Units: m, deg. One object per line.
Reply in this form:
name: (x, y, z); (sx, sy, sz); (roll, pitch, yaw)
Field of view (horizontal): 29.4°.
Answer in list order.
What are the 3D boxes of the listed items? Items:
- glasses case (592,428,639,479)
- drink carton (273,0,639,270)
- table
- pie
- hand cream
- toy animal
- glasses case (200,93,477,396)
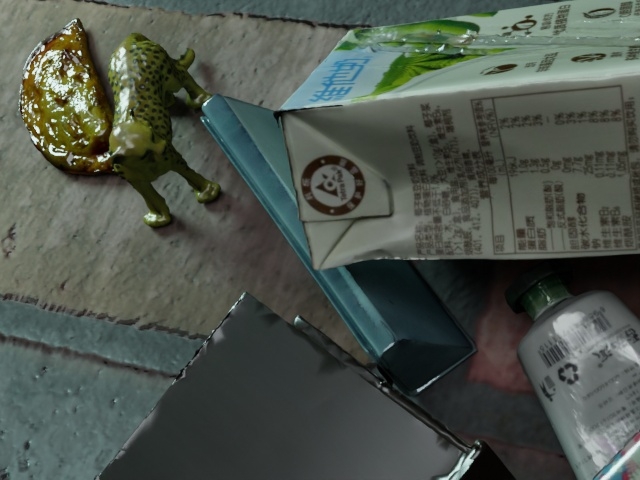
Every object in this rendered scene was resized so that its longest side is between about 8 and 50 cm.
glasses case: (0.204, 0.183, 0.709); (0.125, 0.076, 0.327); (43, 94, 17)
drink carton: (0.157, -0.078, 0.825); (0.324, 0.132, 0.194); (-3, 23, 19)
table: (0.005, 0.163, 0.787); (0.193, 0.169, 0.172); (33, 80, 32)
pie: (-0.227, -0.118, 1.094); (0.088, 0.033, 0.191); (-35, 57, 9)
hand cream: (0.224, 0.158, 0.776); (0.121, 0.076, 0.336); (-34, 64, 8)
toy animal: (-0.137, -0.112, 0.994); (0.073, 0.136, 0.181); (-10, 61, 16)
glasses case: (0.000, 0.000, 0.923); (0.056, 0.105, 0.266); (-51, 55, 23)
